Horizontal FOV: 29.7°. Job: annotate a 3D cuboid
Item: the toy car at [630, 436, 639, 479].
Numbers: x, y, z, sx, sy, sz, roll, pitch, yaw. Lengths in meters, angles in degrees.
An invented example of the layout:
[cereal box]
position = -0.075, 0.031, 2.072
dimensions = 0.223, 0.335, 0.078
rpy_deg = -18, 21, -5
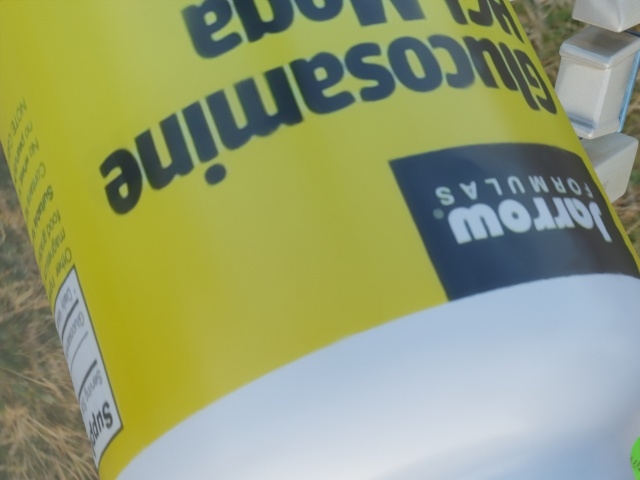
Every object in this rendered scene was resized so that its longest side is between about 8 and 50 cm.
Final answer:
[toy car]
position = 0.199, 0.137, 0.939
dimensions = 0.225, 0.053, 0.239
rpy_deg = 36, 98, 10

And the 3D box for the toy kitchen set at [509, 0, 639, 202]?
[toy kitchen set]
position = 0.174, -0.141, 0.975
dimensions = 0.122, 0.166, 0.207
rpy_deg = -27, 134, -49

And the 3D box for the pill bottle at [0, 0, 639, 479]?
[pill bottle]
position = 0.000, 0.000, 0.413
dimensions = 0.187, 0.188, 0.334
rpy_deg = -15, 67, -17
